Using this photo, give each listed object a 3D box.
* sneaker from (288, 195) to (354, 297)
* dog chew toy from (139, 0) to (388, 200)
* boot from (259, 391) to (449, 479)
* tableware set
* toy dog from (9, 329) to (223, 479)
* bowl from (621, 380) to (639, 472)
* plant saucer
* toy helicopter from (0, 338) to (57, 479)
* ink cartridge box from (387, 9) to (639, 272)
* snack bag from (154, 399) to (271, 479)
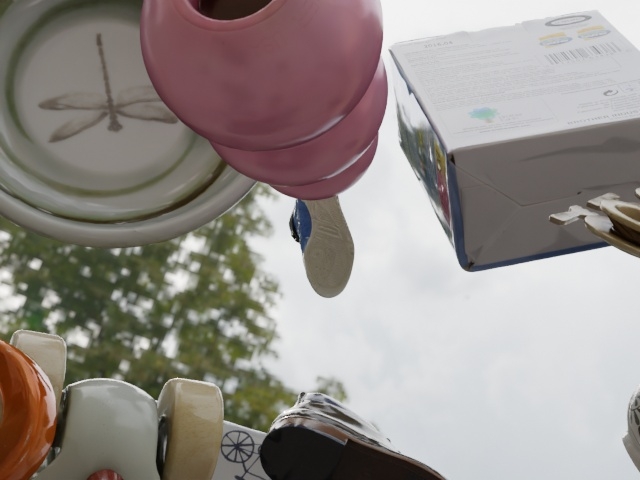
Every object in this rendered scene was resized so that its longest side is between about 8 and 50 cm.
[{"bbox_3d":[0.001,0.000,1.366,0.058,0.152,0.084,-9,-21,-8],"label":"sneaker"},{"bbox_3d":[-0.032,-0.143,1.126,0.207,0.206,0.332,7,-22,17],"label":"dog chew toy"},{"bbox_3d":[0.060,0.193,1.039,0.219,0.106,0.082,29,-72,-2],"label":"boot"},{"bbox_3d":[0.256,-0.017,0.919,0.128,0.039,0.194,25,17,22],"label":"tableware set"},{"bbox_3d":[-0.170,0.231,0.874,0.220,0.161,0.333,-5,-66,-6],"label":"toy dog"},{"bbox_3d":[0.356,0.206,1.246,0.080,0.170,0.170,-37,-53,16],"label":"bowl"},{"bbox_3d":[-0.237,-0.169,1.395,0.401,0.400,0.100,20,-22,-5],"label":"plant saucer"},{"bbox_3d":[-0.293,-0.002,0.607,0.235,0.355,0.140,-23,-19,3],"label":"toy helicopter"},{"bbox_3d":[0.236,-0.139,1.421,0.270,0.395,0.151,-10,-60,-4],"label":"ink cartridge box"},{"bbox_3d":[-0.092,0.337,1.114,0.323,0.342,0.037,16,-18,11],"label":"snack bag"}]
